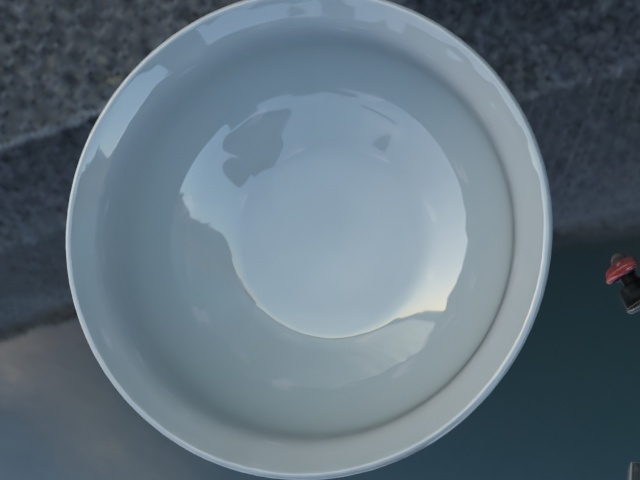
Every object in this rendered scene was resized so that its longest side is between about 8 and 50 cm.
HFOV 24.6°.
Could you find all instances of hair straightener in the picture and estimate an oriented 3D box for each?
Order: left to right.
[{"bbox_3d":[0.360,0.062,1.689,0.089,0.047,0.230,56,-175,2],"label":"hair straightener"}]

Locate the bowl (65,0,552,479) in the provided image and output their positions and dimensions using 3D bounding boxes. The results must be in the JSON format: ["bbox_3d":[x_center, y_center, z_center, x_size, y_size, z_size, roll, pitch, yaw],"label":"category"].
[{"bbox_3d":[0.000,0.000,0.937,0.298,0.298,0.134,19,179,11],"label":"bowl"}]

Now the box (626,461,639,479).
[{"bbox_3d":[0.411,0.319,1.425,0.231,0.183,0.056,5,148,9],"label":"box"}]
